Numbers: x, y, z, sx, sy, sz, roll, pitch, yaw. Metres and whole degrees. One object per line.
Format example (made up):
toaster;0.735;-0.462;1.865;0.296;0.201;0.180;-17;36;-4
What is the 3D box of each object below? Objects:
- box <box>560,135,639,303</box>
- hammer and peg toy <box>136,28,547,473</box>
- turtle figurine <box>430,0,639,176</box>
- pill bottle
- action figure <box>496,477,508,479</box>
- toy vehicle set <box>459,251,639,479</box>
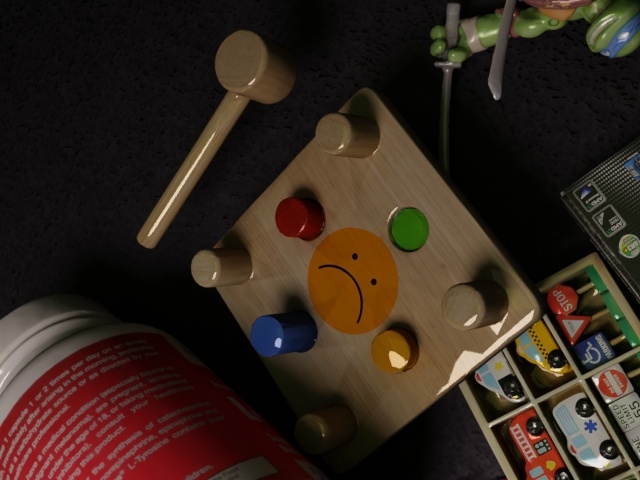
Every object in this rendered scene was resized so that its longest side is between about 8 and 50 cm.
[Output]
box;0.334;-0.020;0.715;0.191;0.045;0.184;-36;75;11
hammer and peg toy;0.000;0.000;0.783;0.266;0.127;0.361;-46;67;25
turtle figurine;0.129;-0.230;0.720;0.275;0.198;0.266;-38;78;12
pill bottle;-0.157;0.219;0.764;0.408;0.229;0.229;34;101;38
action figure;0.143;0.246;0.797;0.115;0.030;0.038;-24;86;20
toy vehicle set;0.235;0.164;0.735;0.166;0.035;0.266;-33;68;17
